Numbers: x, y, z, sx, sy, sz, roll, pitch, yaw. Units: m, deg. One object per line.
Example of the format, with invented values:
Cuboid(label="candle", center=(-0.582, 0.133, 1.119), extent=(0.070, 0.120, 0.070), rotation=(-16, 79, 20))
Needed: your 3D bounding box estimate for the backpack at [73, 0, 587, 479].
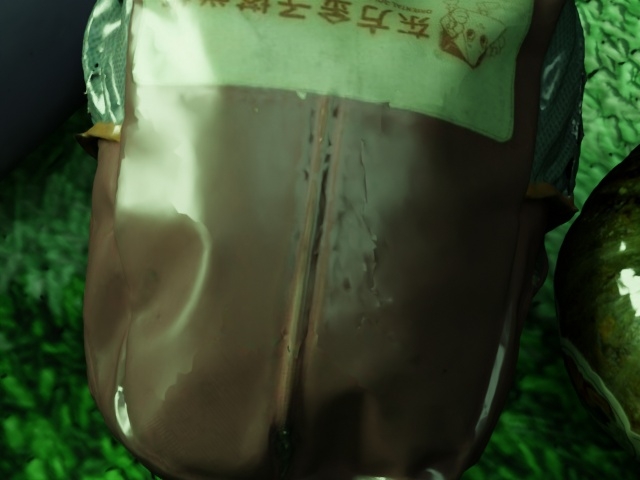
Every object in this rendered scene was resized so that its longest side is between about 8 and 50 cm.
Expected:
Cuboid(label="backpack", center=(0.000, 0.000, 0.812), extent=(0.283, 0.197, 0.317), rotation=(6, 76, 4))

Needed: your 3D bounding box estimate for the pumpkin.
Cuboid(label="pumpkin", center=(0.269, 0.035, 0.822), extent=(0.260, 0.189, 0.260), rotation=(-8, 63, 16))

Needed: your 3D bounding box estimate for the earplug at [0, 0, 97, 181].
Cuboid(label="earplug", center=(-0.250, -0.106, 0.857), extent=(0.215, 0.215, 0.456), rotation=(34, 57, 17))
